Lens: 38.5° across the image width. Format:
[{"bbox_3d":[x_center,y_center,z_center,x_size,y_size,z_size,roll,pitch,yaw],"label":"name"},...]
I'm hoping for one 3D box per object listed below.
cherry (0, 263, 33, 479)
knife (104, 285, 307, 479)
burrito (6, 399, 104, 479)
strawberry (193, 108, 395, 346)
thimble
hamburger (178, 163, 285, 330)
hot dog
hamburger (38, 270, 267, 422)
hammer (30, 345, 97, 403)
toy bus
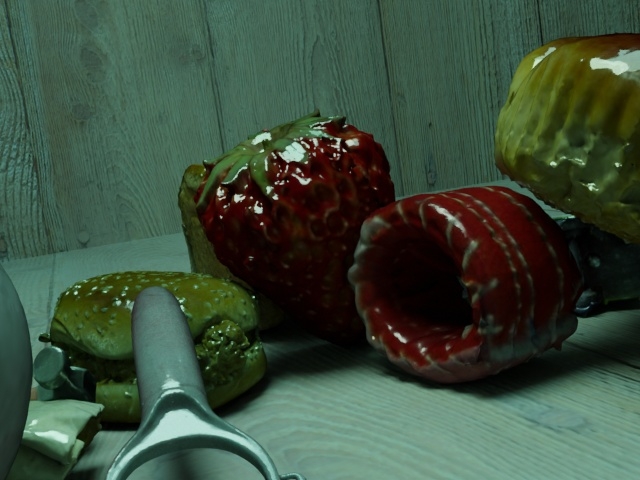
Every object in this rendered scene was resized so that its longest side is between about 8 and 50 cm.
[{"bbox_3d":[-0.310,0.056,0.449,0.335,0.326,0.291,-17,21,-39],"label":"cherry"},{"bbox_3d":[-0.097,0.097,0.648,0.123,0.053,0.278,-4,28,-14],"label":"knife"},{"bbox_3d":[-0.351,0.166,0.644,0.392,0.076,0.117,-8,7,-3],"label":"burrito"},{"bbox_3d":[0.000,0.000,0.926,0.205,0.244,0.205,-24,20,10],"label":"strawberry"},{"bbox_3d":[0.121,0.035,0.811,0.125,0.163,0.190,-10,10,-35],"label":"thimble"},{"bbox_3d":[-0.059,-0.004,1.142,0.211,0.245,0.260,-23,-31,-27],"label":"hamburger"},{"bbox_3d":[0.335,-0.072,0.782,0.366,0.196,0.367,17,10,3],"label":"hot dog"},{"bbox_3d":[-0.144,0.088,0.857,0.215,0.122,0.189,-1,9,32],"label":"hamburger"},{"bbox_3d":[-0.319,0.152,0.744,0.288,0.033,0.111,-14,-32,5],"label":"hammer"},{"bbox_3d":[0.204,0.028,1.026,0.302,0.113,0.139,-8,3,13],"label":"toy bus"}]
